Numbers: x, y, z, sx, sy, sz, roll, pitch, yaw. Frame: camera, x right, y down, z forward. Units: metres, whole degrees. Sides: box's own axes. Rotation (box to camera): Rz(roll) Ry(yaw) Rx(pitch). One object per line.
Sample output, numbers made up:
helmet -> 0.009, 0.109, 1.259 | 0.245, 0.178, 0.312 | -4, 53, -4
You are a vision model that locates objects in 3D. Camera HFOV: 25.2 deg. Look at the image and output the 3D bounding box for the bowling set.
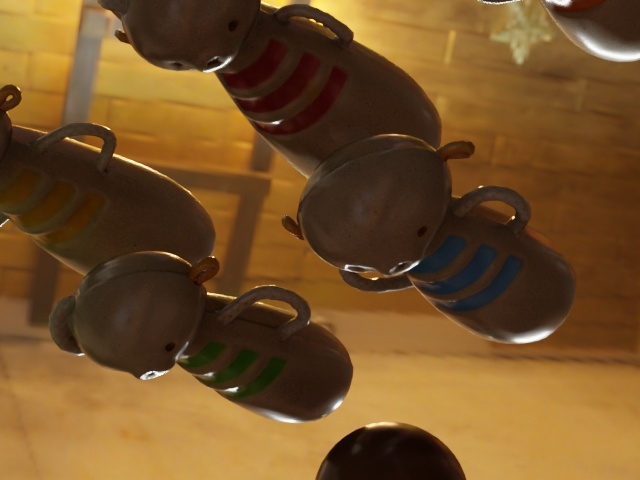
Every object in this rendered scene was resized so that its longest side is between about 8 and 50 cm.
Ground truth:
bowling set -> 0.000, 0.000, 0.471 | 0.154, 0.287, 0.200 | 30, -141, -50
